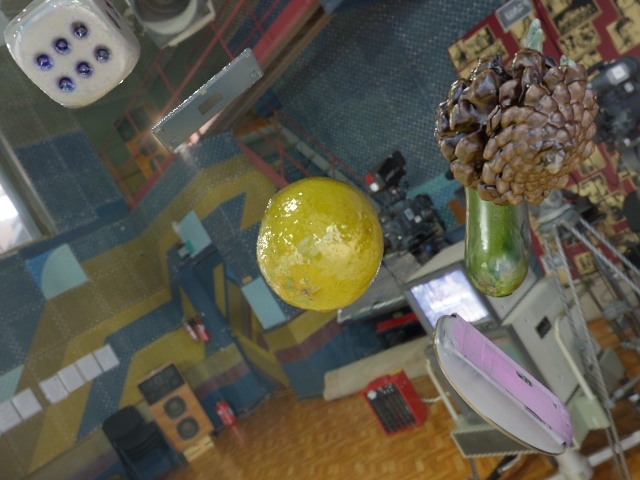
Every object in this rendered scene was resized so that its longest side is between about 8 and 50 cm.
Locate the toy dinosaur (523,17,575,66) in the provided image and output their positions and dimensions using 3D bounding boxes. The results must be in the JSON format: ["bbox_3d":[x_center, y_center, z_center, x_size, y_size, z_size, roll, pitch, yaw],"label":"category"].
[{"bbox_3d":[0.292,-0.157,0.788,0.053,0.167,0.242,-16,-22,1],"label":"toy dinosaur"}]

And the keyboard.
[{"bbox_3d":[-0.155,-0.193,0.799,0.176,0.014,0.055,-42,-23,-5],"label":"keyboard"}]

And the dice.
[{"bbox_3d":[-0.489,-0.397,1.155,0.193,0.194,0.192,-34,36,5],"label":"dice"}]

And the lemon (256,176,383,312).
[{"bbox_3d":[0.000,0.000,0.802,0.178,0.178,0.203,-31,34,33],"label":"lemon"}]

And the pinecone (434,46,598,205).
[{"bbox_3d":[0.193,-0.118,0.593,0.173,0.174,0.173,-31,0,0],"label":"pinecone"}]

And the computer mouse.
[{"bbox_3d":[0.319,0.259,1.040,0.072,0.310,0.158,-50,2,30],"label":"computer mouse"}]

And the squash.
[{"bbox_3d":[0.230,-0.067,0.763,0.087,0.087,0.332,-31,40,42],"label":"squash"}]
